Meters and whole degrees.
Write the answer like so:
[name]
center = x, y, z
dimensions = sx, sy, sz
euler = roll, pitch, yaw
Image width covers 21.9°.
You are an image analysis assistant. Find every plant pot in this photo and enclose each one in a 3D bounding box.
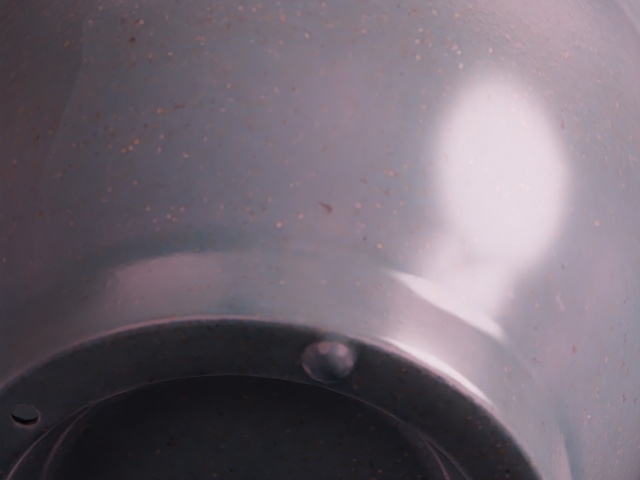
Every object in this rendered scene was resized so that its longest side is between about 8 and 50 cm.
[plant pot]
center = -0.017, 0.034, 0.514
dimensions = 0.293, 0.293, 0.196
euler = 51, 22, -27
